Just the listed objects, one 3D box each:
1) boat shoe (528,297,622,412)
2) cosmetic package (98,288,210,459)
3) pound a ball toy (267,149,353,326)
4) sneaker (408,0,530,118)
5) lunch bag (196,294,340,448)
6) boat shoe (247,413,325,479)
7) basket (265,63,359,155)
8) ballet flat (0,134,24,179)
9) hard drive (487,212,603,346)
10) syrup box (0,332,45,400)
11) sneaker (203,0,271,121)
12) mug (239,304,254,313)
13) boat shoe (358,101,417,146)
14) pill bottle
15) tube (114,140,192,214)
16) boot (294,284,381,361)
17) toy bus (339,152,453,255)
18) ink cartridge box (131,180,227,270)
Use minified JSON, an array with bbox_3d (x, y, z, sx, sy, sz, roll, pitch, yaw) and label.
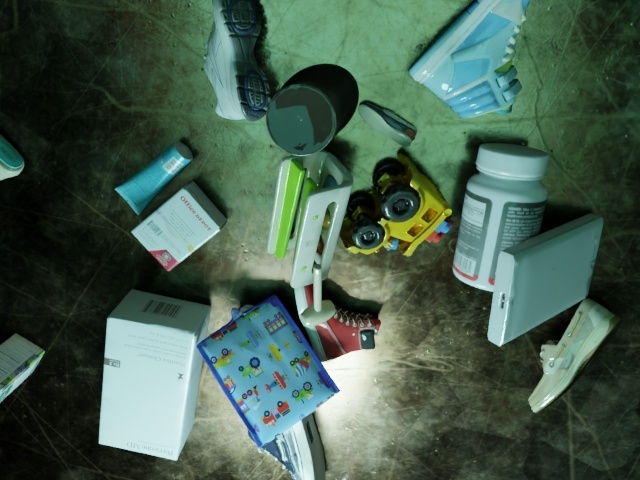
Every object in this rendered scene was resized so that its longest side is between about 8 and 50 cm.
[{"bbox_3d":[0.573,0.274,1.270,0.098,0.109,0.302,41,116,33],"label":"boat shoe"},{"bbox_3d":[-0.417,0.338,1.358,0.217,0.156,0.385,11,110,0],"label":"cosmetic package"},{"bbox_3d":[0.000,0.000,1.133,0.135,0.208,0.319,-17,140,-28],"label":"pound a ball toy"},{"bbox_3d":[0.350,-0.369,1.031,0.208,0.127,0.319,44,118,-9],"label":"sneaker"},{"bbox_3d":[-0.132,0.286,1.264,0.221,0.138,0.293,-32,90,-14],"label":"lunch bag"},{"bbox_3d":[-0.091,0.544,1.430,0.158,0.127,0.341,-8,101,15],"label":"boat shoe"},{"bbox_3d":[-0.022,-0.251,1.057,0.204,0.227,0.154,-33,104,16],"label":"basket"},{"bbox_3d":[-0.782,-0.244,1.222,0.086,0.086,0.248,-28,106,15],"label":"ballet flat"},{"bbox_3d":[0.470,0.076,1.120,0.307,0.040,0.203,-17,119,-32],"label":"hard drive"},{"bbox_3d":[-0.817,0.345,1.357,0.096,0.237,0.093,35,109,-7],"label":"syrup box"},{"bbox_3d":[-0.189,-0.385,1.087,0.129,0.111,0.297,1,98,40],"label":"sneaker"},{"bbox_3d":[-0.174,0.194,1.339,0.062,0.078,0.064,22,105,32],"label":"mug"},{"bbox_3d":[0.142,-0.252,1.139,0.137,0.049,0.043,33,68,-4],"label":"boat shoe"},{"bbox_3d":[0.377,-0.050,1.126,0.161,0.161,0.283,6,111,4],"label":"pill bottle"},{"bbox_3d":[-0.379,-0.144,1.232,0.207,0.052,0.080,-35,99,22],"label":"tube"},{"bbox_3d":[0.045,0.171,1.287,0.176,0.088,0.244,-16,116,11],"label":"boot"},{"bbox_3d":[0.178,-0.042,1.173,0.211,0.149,0.220,33,113,-24],"label":"toy bus"},{"bbox_3d":[-0.324,-0.034,1.252,0.175,0.072,0.127,-36,103,17],"label":"ink cartridge box"}]
